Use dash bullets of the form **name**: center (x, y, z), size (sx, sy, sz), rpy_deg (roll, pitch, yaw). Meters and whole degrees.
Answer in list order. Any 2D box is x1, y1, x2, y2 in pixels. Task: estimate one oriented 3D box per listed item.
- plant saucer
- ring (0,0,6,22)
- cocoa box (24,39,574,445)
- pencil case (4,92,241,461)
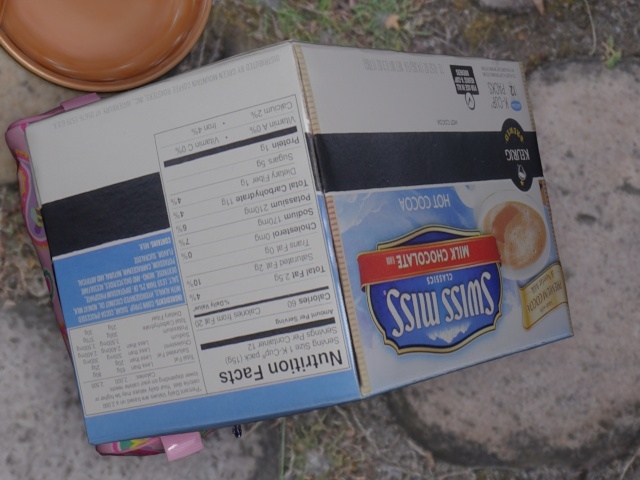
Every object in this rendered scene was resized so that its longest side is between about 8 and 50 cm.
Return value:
- **plant saucer**: center (-0.187, -0.215, 1.269), size (0.200, 0.037, 0.200), rpy_deg (3, 81, -21)
- **ring**: center (-0.395, -0.221, 1.144), size (0.337, 0.032, 0.336), rpy_deg (3, 82, -22)
- **cocoa box**: center (0.000, 0.000, 1.128), size (0.347, 0.231, 0.228), rpy_deg (-6, 84, -59)
- **pencil case**: center (-0.152, 0.030, 1.206), size (0.124, 0.124, 0.284), rpy_deg (-15, 87, -22)
